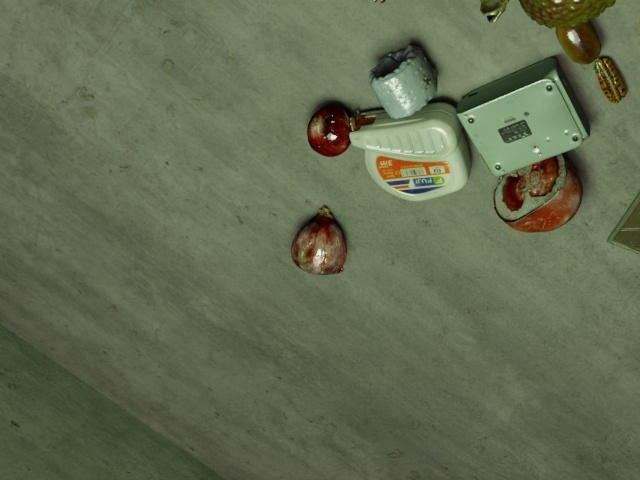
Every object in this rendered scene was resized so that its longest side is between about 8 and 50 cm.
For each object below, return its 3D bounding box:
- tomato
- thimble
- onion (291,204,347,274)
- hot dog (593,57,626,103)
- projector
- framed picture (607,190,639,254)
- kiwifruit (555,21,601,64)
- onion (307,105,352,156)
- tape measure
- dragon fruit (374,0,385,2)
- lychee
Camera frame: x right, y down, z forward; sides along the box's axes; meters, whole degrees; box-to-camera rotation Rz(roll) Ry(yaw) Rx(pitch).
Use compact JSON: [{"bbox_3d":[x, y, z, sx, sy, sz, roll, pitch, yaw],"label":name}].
[{"bbox_3d":[0.549,-0.106,2.017,0.155,0.181,0.214,31,140,-31],"label":"tomato"},{"bbox_3d":[0.192,-0.370,1.913,0.127,0.151,0.118,-13,124,41],"label":"thimble"},{"bbox_3d":[0.000,0.000,2.285,0.159,0.159,0.195,10,100,10],"label":"onion"},{"bbox_3d":[0.650,-0.358,1.851,0.049,0.037,0.122,-25,118,29],"label":"hot dog"},{"bbox_3d":[0.473,-0.280,1.923,0.250,0.108,0.198,-20,120,29],"label":"projector"},{"bbox_3d":[0.898,-0.022,2.051,0.289,0.016,0.213,21,131,1],"label":"framed picture"},{"bbox_3d":[0.561,-0.440,1.794,0.075,0.075,0.124,-25,112,32],"label":"kiwifruit"},{"bbox_3d":[0.027,-0.274,2.060,0.131,0.131,0.131,9,129,11],"label":"onion"},{"bbox_3d":[0.231,-0.225,2.036,0.258,0.130,0.265,-5,131,25],"label":"tape measure"},{"bbox_3d":[0.230,-0.620,1.734,0.261,0.134,0.212,-5,115,2],"label":"dragon fruit"},{"bbox_3d":[0.483,-0.547,1.612,0.319,0.270,0.270,4,129,24],"label":"lychee"}]
